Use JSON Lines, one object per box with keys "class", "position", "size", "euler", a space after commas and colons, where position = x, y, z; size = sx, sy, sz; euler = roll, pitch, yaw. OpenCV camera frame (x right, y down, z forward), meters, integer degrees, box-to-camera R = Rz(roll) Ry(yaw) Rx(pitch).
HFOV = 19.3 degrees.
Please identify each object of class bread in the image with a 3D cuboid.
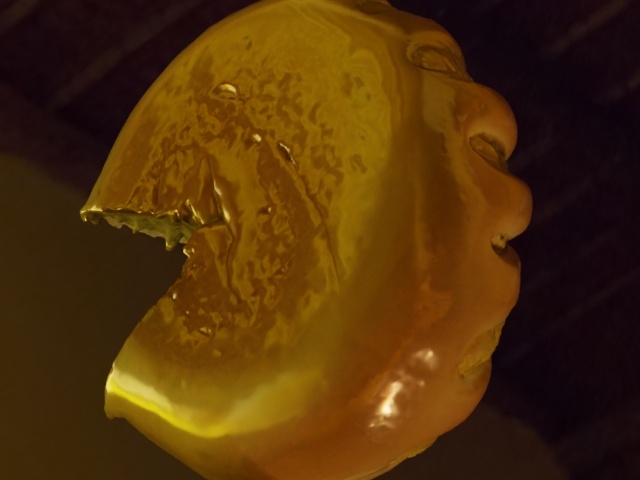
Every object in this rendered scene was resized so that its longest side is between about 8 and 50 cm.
{"class": "bread", "position": [0.000, 0.000, 1.152], "size": [0.333, 0.333, 0.160], "euler": [-41, -43, 21]}
